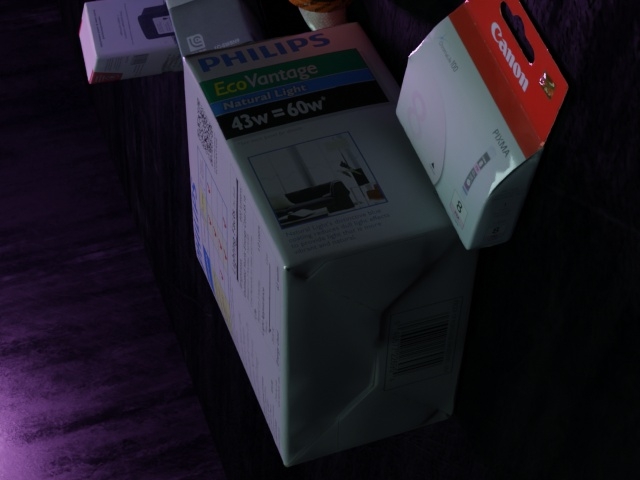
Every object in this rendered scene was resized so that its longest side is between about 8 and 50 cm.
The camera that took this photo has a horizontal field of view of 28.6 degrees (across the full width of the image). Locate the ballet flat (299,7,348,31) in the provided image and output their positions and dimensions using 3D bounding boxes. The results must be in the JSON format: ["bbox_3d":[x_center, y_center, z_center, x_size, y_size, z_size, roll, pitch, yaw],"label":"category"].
[{"bbox_3d":[-0.005,-0.312,1.544,0.052,0.057,0.168,111,143,-48],"label":"ballet flat"}]

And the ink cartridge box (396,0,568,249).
[{"bbox_3d":[0.144,-0.131,1.188,0.232,0.066,0.189,93,157,-57],"label":"ink cartridge box"}]

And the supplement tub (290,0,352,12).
[{"bbox_3d":[0.008,-0.344,1.355,0.190,0.117,0.117,102,150,-56],"label":"supplement tub"}]

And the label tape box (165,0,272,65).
[{"bbox_3d":[-0.160,-0.371,1.786,0.240,0.106,0.333,47,-156,-75],"label":"label tape box"}]

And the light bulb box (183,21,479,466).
[{"bbox_3d":[0.000,0.000,1.475,0.357,0.225,0.361,92,158,-46],"label":"light bulb box"}]

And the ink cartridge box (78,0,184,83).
[{"bbox_3d":[-0.274,-0.345,2.104,0.172,0.237,0.100,152,106,-74],"label":"ink cartridge box"}]
